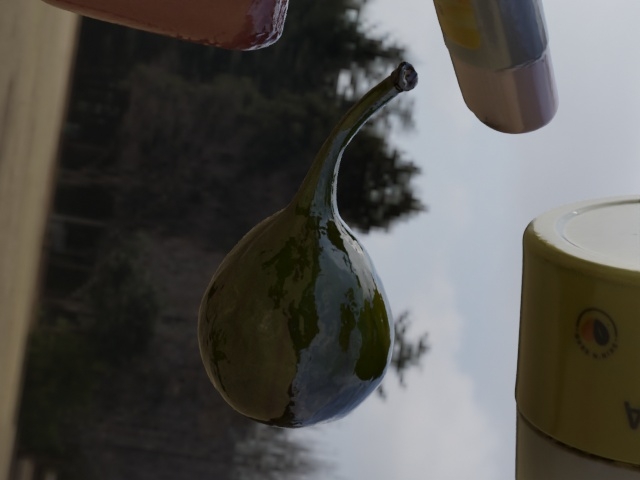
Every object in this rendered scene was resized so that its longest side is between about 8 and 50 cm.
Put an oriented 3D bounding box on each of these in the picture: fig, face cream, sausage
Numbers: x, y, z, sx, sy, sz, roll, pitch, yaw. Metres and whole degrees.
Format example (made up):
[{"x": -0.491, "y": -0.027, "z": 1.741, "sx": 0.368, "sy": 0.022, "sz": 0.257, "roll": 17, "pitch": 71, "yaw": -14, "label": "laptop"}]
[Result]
[{"x": 0.000, "y": 0.000, "z": 0.896, "sx": 0.124, "sy": 0.124, "sz": 0.236, "roll": -102, "pitch": -153, "yaw": -73, "label": "fig"}, {"x": 0.105, "y": -0.205, "z": 1.024, "sx": 0.107, "sy": 0.073, "sz": 0.269, "roll": -114, "pitch": -177, "yaw": -56, "label": "face cream"}, {"x": -0.093, "y": -0.146, "z": 0.825, "sx": 0.062, "sy": 0.154, "sz": 0.062, "roll": 14, "pitch": 90, "yaw": -87, "label": "sausage"}, {"x": 0.238, "y": 0.080, "z": 0.977, "sx": 0.218, "sy": 0.218, "sz": 0.179, "roll": -102, "pitch": -168, "yaw": -74, "label": "face cream"}]
